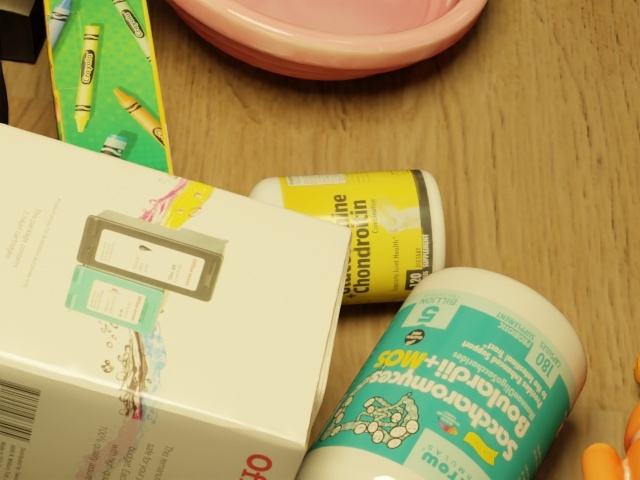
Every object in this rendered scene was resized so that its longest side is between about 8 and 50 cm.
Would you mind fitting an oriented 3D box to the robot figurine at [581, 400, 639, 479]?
[{"bbox_3d":[0.279,0.185,1.259,0.158,0.128,0.219,-19,48,28],"label":"robot figurine"}]

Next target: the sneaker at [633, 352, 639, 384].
[{"bbox_3d":[0.358,0.054,1.382,0.262,0.099,0.121,-33,66,-23],"label":"sneaker"}]

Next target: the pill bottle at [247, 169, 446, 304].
[{"bbox_3d":[0.000,0.000,1.392,0.184,0.103,0.103,-4,54,-6],"label":"pill bottle"}]

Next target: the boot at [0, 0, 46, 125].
[{"bbox_3d":[-0.392,-0.162,1.493,0.280,0.096,0.264,10,54,5],"label":"boot"}]

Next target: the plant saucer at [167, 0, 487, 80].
[{"bbox_3d":[-0.015,-0.253,1.559,0.332,0.084,0.332,10,46,-10],"label":"plant saucer"}]

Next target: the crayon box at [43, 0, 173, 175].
[{"bbox_3d":[-0.168,-0.096,1.415,0.081,0.165,0.278,-6,54,-8],"label":"crayon box"}]

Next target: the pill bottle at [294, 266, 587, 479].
[{"bbox_3d":[0.073,0.155,1.255,0.146,0.146,0.264,25,56,14],"label":"pill bottle"}]

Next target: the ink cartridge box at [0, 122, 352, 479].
[{"bbox_3d":[-0.140,0.082,1.231,0.270,0.198,0.197,17,48,-4],"label":"ink cartridge box"}]
